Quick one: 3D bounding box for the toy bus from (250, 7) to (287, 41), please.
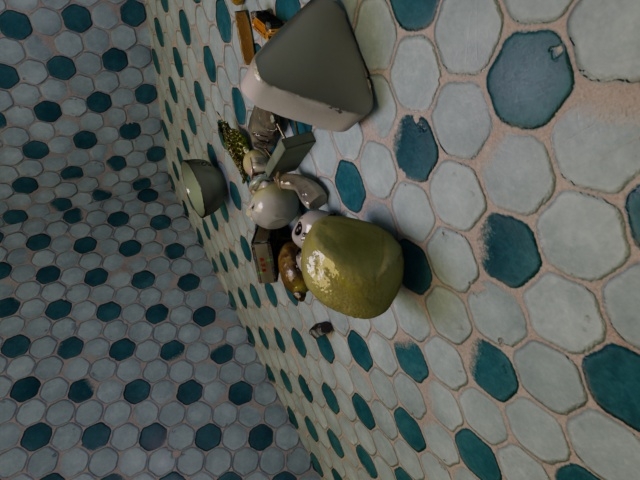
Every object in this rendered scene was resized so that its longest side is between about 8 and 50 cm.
[{"bbox_3d":[-0.170,-0.703,1.470,0.162,0.069,0.074,52,151,35],"label":"toy bus"}]

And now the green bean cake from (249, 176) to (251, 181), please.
[{"bbox_3d":[-0.268,-0.255,2.027,0.135,0.056,0.135,67,156,4],"label":"green bean cake"}]

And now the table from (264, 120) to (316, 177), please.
[{"bbox_3d":[-0.127,-0.333,1.606,0.111,0.121,0.240,66,154,7],"label":"table"}]

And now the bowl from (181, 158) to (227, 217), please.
[{"bbox_3d":[-0.664,-0.323,2.623,0.354,0.185,0.354,44,146,42],"label":"bowl"}]

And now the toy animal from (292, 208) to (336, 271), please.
[{"bbox_3d":[-0.005,0.006,1.562,0.187,0.165,0.235,22,131,34],"label":"toy animal"}]

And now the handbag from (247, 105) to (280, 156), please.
[{"bbox_3d":[-0.212,-0.437,1.699,0.182,0.117,0.270,71,160,4],"label":"handbag"}]

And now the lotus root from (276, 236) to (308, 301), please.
[{"bbox_3d":[-0.099,0.118,1.843,0.169,0.141,0.314,89,167,-55],"label":"lotus root"}]

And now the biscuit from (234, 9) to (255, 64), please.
[{"bbox_3d":[-0.285,-0.761,1.683,0.056,0.052,0.188,-131,31,-62],"label":"biscuit"}]

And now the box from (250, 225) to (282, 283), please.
[{"bbox_3d":[-0.226,0.023,1.951,0.310,0.084,0.198,-88,-8,-63],"label":"box"}]

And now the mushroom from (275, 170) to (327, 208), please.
[{"bbox_3d":[-0.075,-0.193,1.609,0.223,0.081,0.092,34,110,29],"label":"mushroom"}]

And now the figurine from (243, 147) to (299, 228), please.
[{"bbox_3d":[-0.245,-0.214,1.839,0.274,0.226,0.394,-41,59,36],"label":"figurine"}]

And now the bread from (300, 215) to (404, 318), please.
[{"bbox_3d":[0.086,0.077,1.277,0.320,0.320,0.237,40,123,47],"label":"bread"}]

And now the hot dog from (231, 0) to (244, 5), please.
[{"bbox_3d":[-0.257,-0.889,1.521,0.088,0.061,0.286,61,158,-9],"label":"hot dog"}]

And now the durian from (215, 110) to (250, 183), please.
[{"bbox_3d":[-0.384,-0.433,2.056,0.132,0.106,0.375,44,-156,-80],"label":"durian"}]

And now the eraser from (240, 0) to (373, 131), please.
[{"bbox_3d":[-0.020,-0.475,1.180,0.150,0.331,0.331,-15,95,67],"label":"eraser"}]

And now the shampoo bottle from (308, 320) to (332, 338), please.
[{"bbox_3d":[-0.006,0.403,2.000,0.063,0.057,0.207,59,156,5],"label":"shampoo bottle"}]
